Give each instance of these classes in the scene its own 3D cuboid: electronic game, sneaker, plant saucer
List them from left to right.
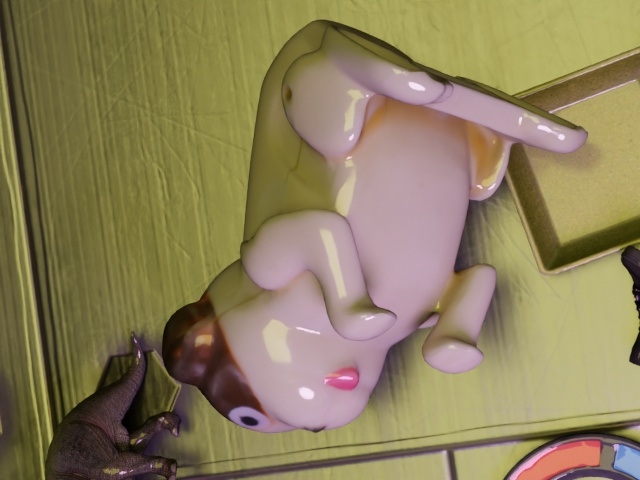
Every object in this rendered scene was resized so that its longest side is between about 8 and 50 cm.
[{"bbox_3d":[0.280,0.310,1.821,0.229,0.048,0.229,0,89,13],"label":"electronic game"},{"bbox_3d":[0.285,-0.080,1.833,0.188,0.045,0.188,-21,84,11],"label":"plant saucer"},{"bbox_3d":[0.340,0.092,1.799,0.089,0.051,0.170,-44,101,1],"label":"sneaker"}]

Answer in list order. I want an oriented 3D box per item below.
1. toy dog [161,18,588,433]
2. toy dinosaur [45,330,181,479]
[{"bbox_3d":[0.000,0.000,1.772,0.395,0.284,0.408,29,100,39],"label":"toy dog"},{"bbox_3d":[-0.231,0.256,1.901,0.160,0.121,0.313,1,93,-1],"label":"toy dinosaur"}]
